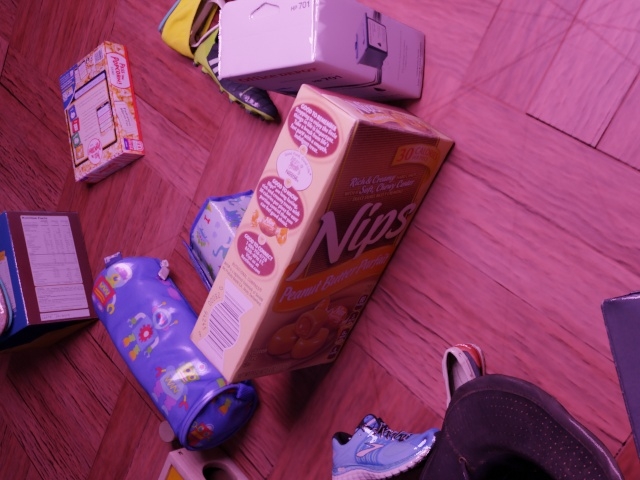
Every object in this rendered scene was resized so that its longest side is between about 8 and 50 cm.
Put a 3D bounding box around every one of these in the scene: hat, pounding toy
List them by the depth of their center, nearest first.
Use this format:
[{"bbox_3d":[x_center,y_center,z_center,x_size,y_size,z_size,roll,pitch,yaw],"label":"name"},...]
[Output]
[{"bbox_3d":[0.212,0.276,0.614,0.331,0.133,0.332,180,90,-71],"label":"hat"},{"bbox_3d":[-0.184,0.332,0.991,0.206,0.094,0.181,37,113,33],"label":"pounding toy"}]

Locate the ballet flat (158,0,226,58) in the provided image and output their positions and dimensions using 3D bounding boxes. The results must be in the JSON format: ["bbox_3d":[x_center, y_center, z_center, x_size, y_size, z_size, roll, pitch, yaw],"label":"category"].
[{"bbox_3d":[-0.145,-0.351,0.982,0.077,0.077,0.231,45,122,7],"label":"ballet flat"}]

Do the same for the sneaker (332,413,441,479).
[{"bbox_3d":[0.068,0.233,0.801,0.162,0.063,0.073,-26,71,37],"label":"sneaker"}]

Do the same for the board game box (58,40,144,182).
[{"bbox_3d":[-0.369,-0.211,1.178,0.146,0.045,0.194,-19,78,38],"label":"board game box"}]

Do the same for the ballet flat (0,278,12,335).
[{"bbox_3d":[-0.618,0.042,1.168,0.316,0.106,0.108,50,120,29],"label":"ballet flat"}]

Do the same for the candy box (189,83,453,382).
[{"bbox_3d":[0.000,0.000,0.778,0.087,0.183,0.317,41,115,32],"label":"candy box"}]

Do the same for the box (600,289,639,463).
[{"bbox_3d":[0.338,0.155,0.519,0.165,0.143,0.271,-17,79,38],"label":"box"}]

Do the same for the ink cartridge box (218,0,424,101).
[{"bbox_3d":[0.004,-0.205,0.769,0.139,0.190,0.082,3,92,40],"label":"ink cartridge box"}]

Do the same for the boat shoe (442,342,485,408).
[{"bbox_3d":[0.155,0.177,0.739,0.049,0.043,0.137,-10,85,38],"label":"boat shoe"}]

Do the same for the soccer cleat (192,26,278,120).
[{"bbox_3d":[-0.109,-0.228,0.954,0.072,0.060,0.179,-51,59,13],"label":"soccer cleat"}]

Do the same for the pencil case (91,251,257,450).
[{"bbox_3d":[-0.210,0.146,0.999,0.133,0.119,0.306,-47,59,6],"label":"pencil case"}]

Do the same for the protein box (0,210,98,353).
[{"bbox_3d":[-0.518,0.076,1.244,0.199,0.136,0.201,-27,73,37],"label":"protein box"}]

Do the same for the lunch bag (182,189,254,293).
[{"bbox_3d":[-0.119,0.029,0.943,0.129,0.096,0.151,57,137,22],"label":"lunch bag"}]
